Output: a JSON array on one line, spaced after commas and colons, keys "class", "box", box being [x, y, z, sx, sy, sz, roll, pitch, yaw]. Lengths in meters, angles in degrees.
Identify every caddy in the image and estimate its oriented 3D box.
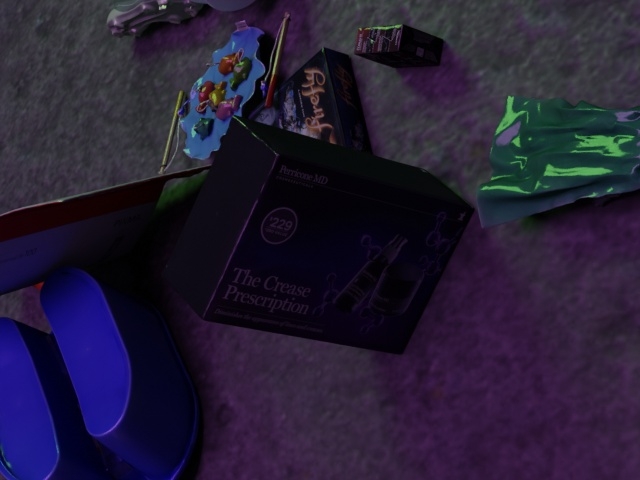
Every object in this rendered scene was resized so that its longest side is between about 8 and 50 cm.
[{"class": "caddy", "box": [-0.291, 0.200, 1.829, 0.241, 0.179, 0.341, -37, 50, 9]}]

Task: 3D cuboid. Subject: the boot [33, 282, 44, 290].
[{"class": "boot", "box": [-0.429, 0.041, 2.113, 0.158, 0.084, 0.059, 15, 90, 50]}]

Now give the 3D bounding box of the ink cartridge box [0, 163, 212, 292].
[{"class": "ink cartridge box", "box": [-0.327, 0.001, 1.829, 0.385, 0.308, 0.091, -15, 92, 40]}]

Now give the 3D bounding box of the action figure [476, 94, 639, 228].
[{"class": "action figure", "box": [0.248, -0.078, 1.328, 0.232, 0.063, 0.137, -3, 76, 54]}]

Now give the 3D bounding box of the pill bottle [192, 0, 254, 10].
[{"class": "pill bottle", "box": [-0.155, -0.402, 1.849, 0.146, 0.146, 0.264, -56, 43, 24]}]

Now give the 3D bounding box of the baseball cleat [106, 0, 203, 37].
[{"class": "baseball cleat", "box": [-0.228, -0.345, 1.984, 0.206, 0.072, 0.109, -8, 67, 46]}]

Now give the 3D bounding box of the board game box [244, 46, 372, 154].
[{"class": "board game box", "box": [-0.010, -0.077, 1.662, 0.165, 0.042, 0.243, -38, 53, 39]}]

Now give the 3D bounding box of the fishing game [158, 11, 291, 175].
[{"class": "fishing game", "box": [-0.128, -0.192, 1.813, 0.264, 0.041, 0.189, -23, 48, 51]}]

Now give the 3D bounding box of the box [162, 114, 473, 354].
[{"class": "box", "box": [0.000, 0.000, 1.452, 0.103, 0.261, 0.184, 39, 111, 48]}]

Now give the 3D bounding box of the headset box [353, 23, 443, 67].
[{"class": "headset box", "box": [0.082, -0.211, 1.571, 0.083, 0.062, 0.032, 7, 85, 52]}]
